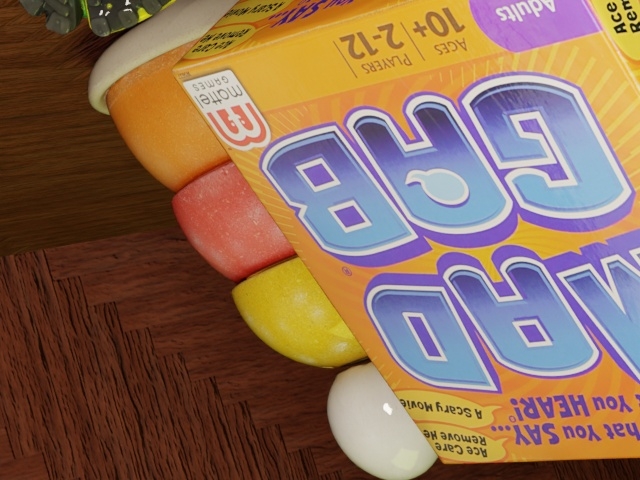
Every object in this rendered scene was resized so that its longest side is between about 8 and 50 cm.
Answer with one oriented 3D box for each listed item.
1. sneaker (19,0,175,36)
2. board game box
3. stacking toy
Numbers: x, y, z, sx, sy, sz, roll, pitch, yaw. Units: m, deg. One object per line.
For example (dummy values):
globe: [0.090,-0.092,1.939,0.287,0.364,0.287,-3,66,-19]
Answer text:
sneaker: [-0.046,-0.258,1.322,0.343,0.134,0.146,-22,-162,10]
board game box: [0.203,-0.103,1.328,0.356,0.356,0.356,-10,-149,49]
stacking toy: [0.000,0.000,1.900,0.350,0.480,0.350,-16,173,-2]
